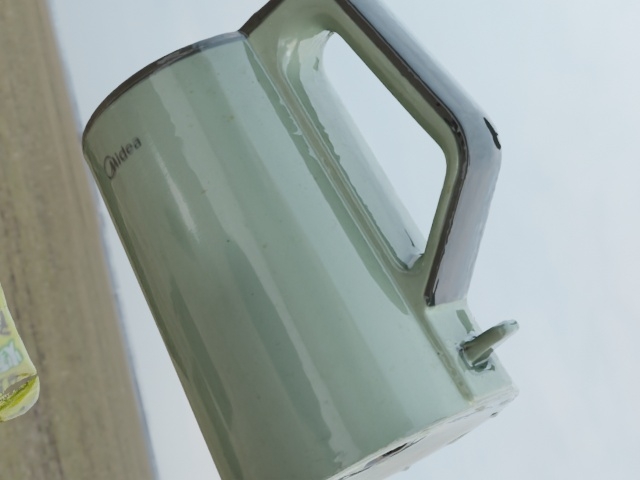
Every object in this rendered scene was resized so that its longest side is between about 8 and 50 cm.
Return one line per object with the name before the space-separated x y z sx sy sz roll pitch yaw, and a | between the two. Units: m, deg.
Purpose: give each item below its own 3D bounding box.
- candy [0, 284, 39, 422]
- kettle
candy | -0.413 0.089 1.293 0.081 0.187 0.297 9 -60 48
kettle | 0.000 0.000 0.993 0.361 0.250 0.376 -42 -111 38
